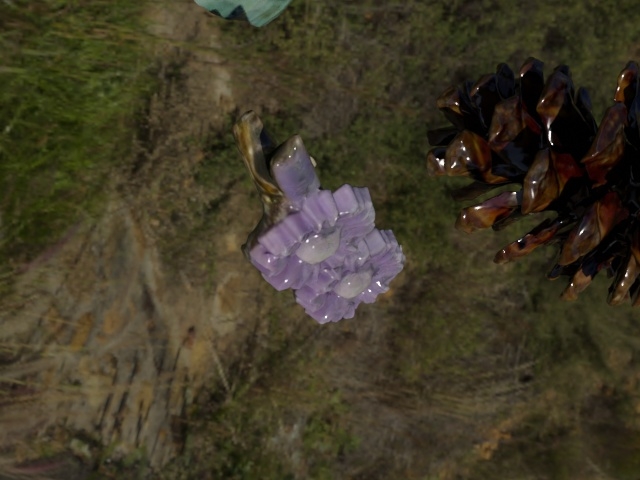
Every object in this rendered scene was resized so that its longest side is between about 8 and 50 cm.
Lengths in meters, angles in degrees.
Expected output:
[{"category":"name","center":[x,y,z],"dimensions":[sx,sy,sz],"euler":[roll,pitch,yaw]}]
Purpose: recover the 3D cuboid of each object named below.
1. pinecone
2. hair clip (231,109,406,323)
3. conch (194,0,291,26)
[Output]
[{"category":"pinecone","center":[0.247,-0.065,0.838],"dimensions":[0.244,0.309,0.244],"euler":[20,90,-74]},{"category":"hair clip","center":[0.000,0.000,0.668],"dimensions":[0.106,0.084,0.292],"euler":[-37,149,0]},{"category":"conch","center":[-0.103,-0.298,0.695],"dimensions":[0.277,0.195,0.220],"euler":[-11,101,-74]}]
